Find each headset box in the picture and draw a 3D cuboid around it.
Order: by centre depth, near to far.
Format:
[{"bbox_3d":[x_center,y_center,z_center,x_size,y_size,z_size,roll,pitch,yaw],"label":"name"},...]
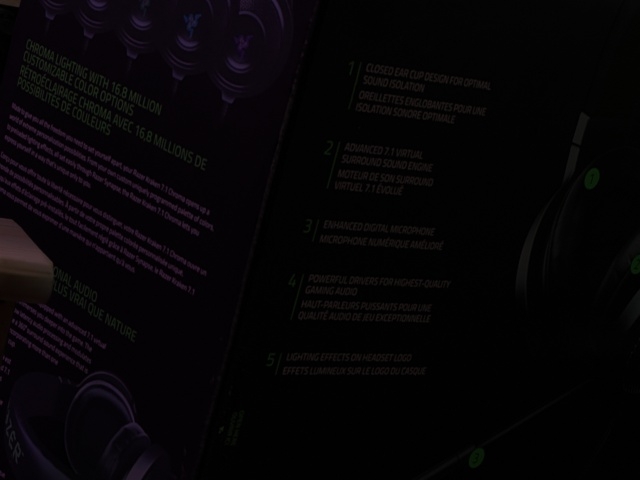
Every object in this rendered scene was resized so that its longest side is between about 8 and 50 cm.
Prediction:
[{"bbox_3d":[0.019,0.022,0.566,0.246,0.283,0.131,2,19,-44],"label":"headset box"}]

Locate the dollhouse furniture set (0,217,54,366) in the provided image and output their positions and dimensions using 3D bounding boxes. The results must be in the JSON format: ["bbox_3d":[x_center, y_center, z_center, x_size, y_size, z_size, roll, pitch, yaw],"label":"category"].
[{"bbox_3d":[-0.100,0.099,0.369,0.212,0.161,0.242,8,14,-29],"label":"dollhouse furniture set"}]
